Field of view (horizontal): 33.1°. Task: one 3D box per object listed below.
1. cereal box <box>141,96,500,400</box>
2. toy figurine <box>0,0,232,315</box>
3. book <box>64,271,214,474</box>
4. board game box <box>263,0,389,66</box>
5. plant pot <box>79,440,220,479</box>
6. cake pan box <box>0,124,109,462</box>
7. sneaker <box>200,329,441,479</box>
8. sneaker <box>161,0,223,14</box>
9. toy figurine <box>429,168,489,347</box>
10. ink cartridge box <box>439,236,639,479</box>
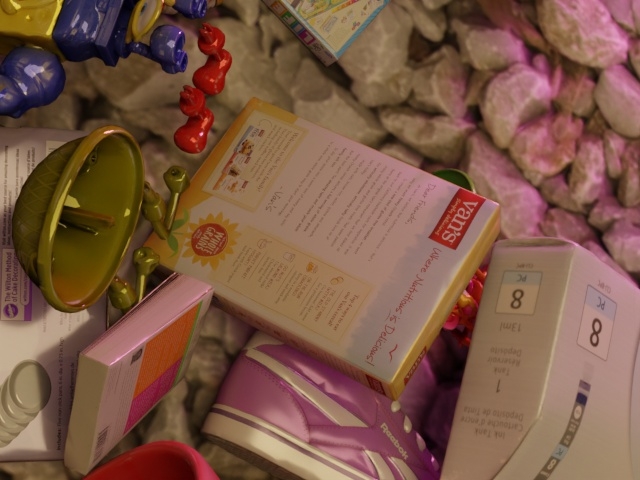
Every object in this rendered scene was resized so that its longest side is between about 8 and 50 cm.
[{"bbox_3d":[0.000,0.000,0.865,0.240,0.047,0.173,27,69,21],"label":"cereal box"},{"bbox_3d":[-0.196,-0.140,0.785,0.217,0.191,0.363,16,80,10],"label":"toy figurine"},{"bbox_3d":[-0.134,0.096,0.794,0.035,0.144,0.096,22,117,13],"label":"book"},{"bbox_3d":[0.020,-0.250,0.991,0.103,0.026,0.154,45,68,-12],"label":"board game box"},{"bbox_3d":[-0.105,0.319,0.745,0.243,0.275,0.275,49,67,-20],"label":"plant pot"},{"bbox_3d":[-0.284,0.033,0.798,0.245,0.070,0.267,1,82,-26],"label":"cake pan box"},{"bbox_3d":[0.056,0.157,0.913,0.282,0.102,0.161,33,68,-16],"label":"sneaker"},{"bbox_3d":[-0.119,-0.301,0.914,0.092,0.088,0.225,0,90,-31],"label":"sneaker"},{"bbox_3d":[0.141,0.047,0.950,0.159,0.130,0.173,33,40,-27],"label":"toy figurine"},{"bbox_3d":[0.220,0.229,0.916,0.308,0.091,0.385,29,69,-44],"label":"ink cartridge box"}]
